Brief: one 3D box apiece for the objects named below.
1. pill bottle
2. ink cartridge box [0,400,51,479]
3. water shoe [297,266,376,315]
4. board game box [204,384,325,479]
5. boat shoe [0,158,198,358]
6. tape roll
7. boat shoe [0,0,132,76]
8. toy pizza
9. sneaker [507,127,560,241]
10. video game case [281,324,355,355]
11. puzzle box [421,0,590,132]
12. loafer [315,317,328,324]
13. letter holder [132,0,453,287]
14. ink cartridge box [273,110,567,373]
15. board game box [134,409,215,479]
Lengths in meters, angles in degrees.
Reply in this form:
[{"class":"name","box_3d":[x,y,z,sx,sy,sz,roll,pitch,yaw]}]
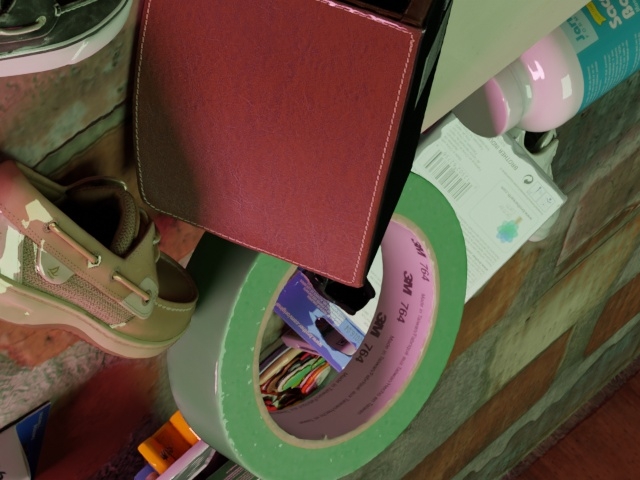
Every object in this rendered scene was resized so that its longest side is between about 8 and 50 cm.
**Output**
[{"class":"pill bottle","box_3d":[0.245,-0.205,1.790,0.264,0.146,0.146,-35,158,-28]},{"class":"ink cartridge box","box_3d":[-0.374,0.292,1.655,0.332,0.065,0.165,-33,157,-34]},{"class":"water shoe","box_3d":[0.000,0.000,1.737,0.073,0.080,0.203,-44,141,-3]},{"class":"board game box","box_3d":[-0.096,0.318,2.244,0.317,0.046,0.213,-39,163,-5]},{"class":"boat shoe","box_3d":[-0.176,0.013,1.405,0.110,0.121,0.341,-48,159,10]},{"class":"tape roll","box_3d":[0.003,0.073,1.663,0.321,0.077,0.321,-22,125,-36]},{"class":"boat shoe","box_3d":[-0.200,-0.148,1.097,0.219,0.078,0.070,-26,154,-40]},{"class":"toy pizza","box_3d":[-0.045,0.186,2.159,0.201,0.032,0.201,-39,160,-17]},{"class":"sneaker","box_3d":[0.242,-0.083,2.078,0.152,0.114,0.305,-49,161,14]},{"class":"video game case","box_3d":[0.048,0.079,2.022,0.157,0.019,0.143,-38,-159,-20]},{"class":"puzzle box","box_3d":[0.179,-0.274,1.561,0.409,0.052,0.272,-38,151,-30]},{"class":"loafer","box_3d":[0.036,0.047,2.008,0.170,0.062,0.061,-26,-170,-17]},{"class":"letter holder","box_3d":[-0.024,-0.139,1.386,0.302,0.214,0.152,101,10,-50]},{"class":"ink cartridge box","box_3d":[0.097,0.001,1.888,0.311,0.065,0.186,-47,120,-2]},{"class":"board game box","box_3d":[-0.270,0.330,1.827,0.390,0.050,0.390,-41,175,-12]}]
